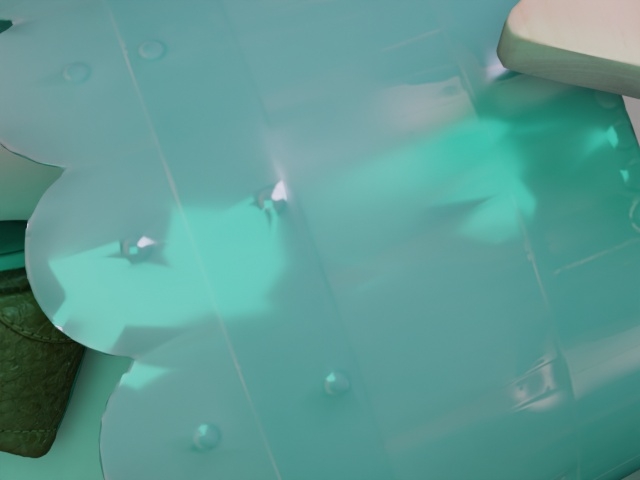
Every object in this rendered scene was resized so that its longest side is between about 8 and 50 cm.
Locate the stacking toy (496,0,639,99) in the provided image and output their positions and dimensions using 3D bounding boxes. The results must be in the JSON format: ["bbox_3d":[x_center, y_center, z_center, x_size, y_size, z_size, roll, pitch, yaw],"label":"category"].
[{"bbox_3d":[0.206,-0.104,0.467,0.308,0.130,0.280,23,75,6],"label":"stacking toy"}]

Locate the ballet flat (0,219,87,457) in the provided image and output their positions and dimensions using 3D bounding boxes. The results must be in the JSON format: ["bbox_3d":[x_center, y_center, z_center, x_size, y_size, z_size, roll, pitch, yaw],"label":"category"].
[{"bbox_3d":[-0.267,0.059,0.619,0.342,0.116,0.124,-2,105,-5],"label":"ballet flat"}]

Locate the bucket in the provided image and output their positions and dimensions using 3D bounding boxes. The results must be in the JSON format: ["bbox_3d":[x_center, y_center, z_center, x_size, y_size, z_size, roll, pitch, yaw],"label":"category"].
[{"bbox_3d":[0.000,0.000,0.542,0.183,0.281,0.281,-20,86,-5],"label":"bucket"}]
